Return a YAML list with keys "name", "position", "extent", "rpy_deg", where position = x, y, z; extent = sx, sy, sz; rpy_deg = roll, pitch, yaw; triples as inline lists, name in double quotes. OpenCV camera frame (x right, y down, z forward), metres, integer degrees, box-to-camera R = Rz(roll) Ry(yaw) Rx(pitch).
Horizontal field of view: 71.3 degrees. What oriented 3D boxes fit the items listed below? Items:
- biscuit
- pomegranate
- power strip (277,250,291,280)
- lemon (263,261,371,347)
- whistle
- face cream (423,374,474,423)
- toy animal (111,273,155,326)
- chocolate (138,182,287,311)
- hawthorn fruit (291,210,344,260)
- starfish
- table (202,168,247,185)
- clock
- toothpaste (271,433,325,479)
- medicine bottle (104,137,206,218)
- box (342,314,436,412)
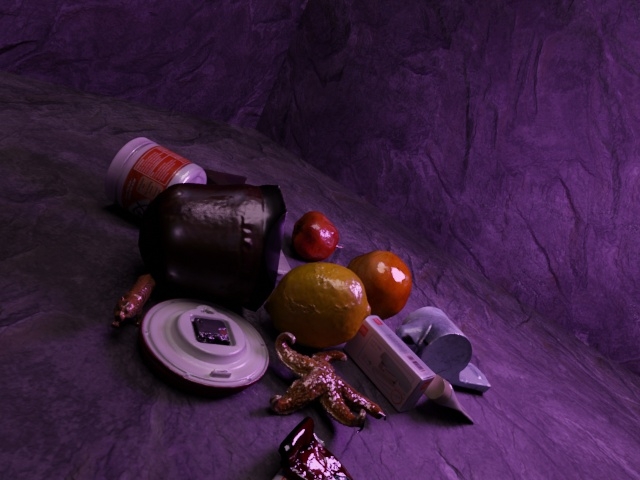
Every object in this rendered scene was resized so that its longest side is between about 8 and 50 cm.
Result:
- name: "biscuit"
  position: [0.017, 0.465, 0.864]
  extent: [0.235, 0.063, 0.151]
  rpy_deg: [42, 17, 18]
- name: "pomegranate"
  position: [0.193, 0.165, 1.605]
  extent: [0.264, 0.264, 0.264]
  rpy_deg: [24, 19, -9]
- name: "power strip"
  position: [-0.192, 0.063, 1.670]
  extent: [0.117, 0.046, 0.270]
  rpy_deg: [12, 25, -29]
- name: "lemon"
  position: [-0.008, 0.184, 1.290]
  extent: [0.310, 0.254, 0.253]
  rpy_deg: [2, 21, 0]
- name: "whistle"
  position: [0.409, 0.392, 1.492]
  extent: [0.405, 0.188, 0.168]
  rpy_deg: [55, 1, -26]
- name: "face cream"
  position: [0.381, 0.464, 1.318]
  extent: [0.224, 0.070, 0.114]
  rpy_deg: [40, 8, -38]
- name: "toy animal"
  position: [-0.436, 0.141, 1.069]
  extent: [0.056, 0.099, 0.241]
  rpy_deg: [24, 20, -9]
- name: "chocolate"
  position: [-0.317, -0.009, 1.232]
  extent: [0.331, 0.384, 0.384]
  rpy_deg: [12, 24, -29]
- name: "hawthorn fruit"
  position: [0.000, 0.000, 1.883]
  extent: [0.243, 0.208, 0.207]
  rpy_deg: [23, 19, -25]
- name: "starfish"
  position: [0.011, 0.358, 1.094]
  extent: [0.311, 0.113, 0.303]
  rpy_deg: [14, 22, -40]
- name: "table"
  position: [-0.346, -0.130, 1.755]
  extent: [0.250, 0.196, 0.282]
  rpy_deg: [35, 18, 26]
- name: "clock"
  position: [-0.270, 0.238, 1.070]
  extent: [0.318, 0.080, 0.318]
  rpy_deg: [24, 20, -9]
- name: "toothpaste"
  position: [-0.050, 0.449, 0.897]
  extent: [0.052, 0.033, 0.218]
  rpy_deg: [41, 19, 13]
- name: "medicine bottle"
  position: [-0.553, -0.187, 1.523]
  extent: [0.240, 0.253, 0.252]
  rpy_deg: [28, 19, 4]
- name: "box"
  position: [0.192, 0.353, 1.305]
  extent: [0.079, 0.135, 0.269]
  rpy_deg: [7, 29, -46]
